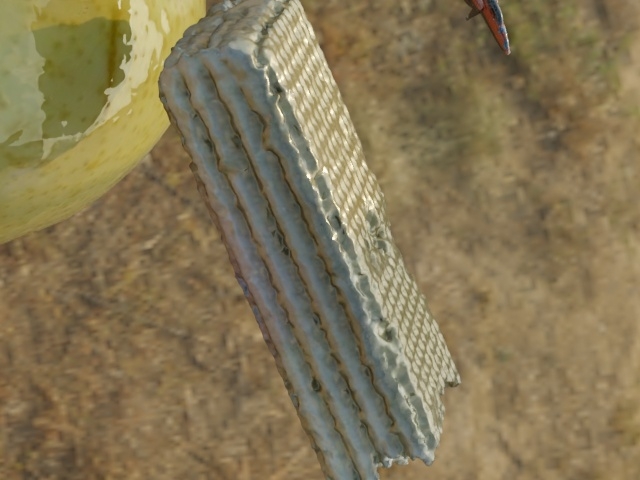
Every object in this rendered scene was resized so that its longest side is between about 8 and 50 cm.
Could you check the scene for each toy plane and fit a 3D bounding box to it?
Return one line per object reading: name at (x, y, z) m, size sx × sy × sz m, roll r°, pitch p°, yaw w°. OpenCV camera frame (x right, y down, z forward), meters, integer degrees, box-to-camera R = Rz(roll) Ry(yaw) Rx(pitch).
toy plane at (0.160, -0.286, 1.911) m, size 0.130 × 0.061 × 0.189 m, roll -22°, pitch 92°, yaw -35°

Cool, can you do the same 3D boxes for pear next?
pear at (-0.216, -0.134, 0.921) m, size 0.309 × 0.309 × 0.309 m, roll 10°, pitch 74°, yaw -41°

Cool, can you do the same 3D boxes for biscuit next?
biscuit at (0.000, 0.000, 0.838) m, size 0.108 × 0.062 × 0.238 m, roll -65°, pitch 135°, yaw -65°
